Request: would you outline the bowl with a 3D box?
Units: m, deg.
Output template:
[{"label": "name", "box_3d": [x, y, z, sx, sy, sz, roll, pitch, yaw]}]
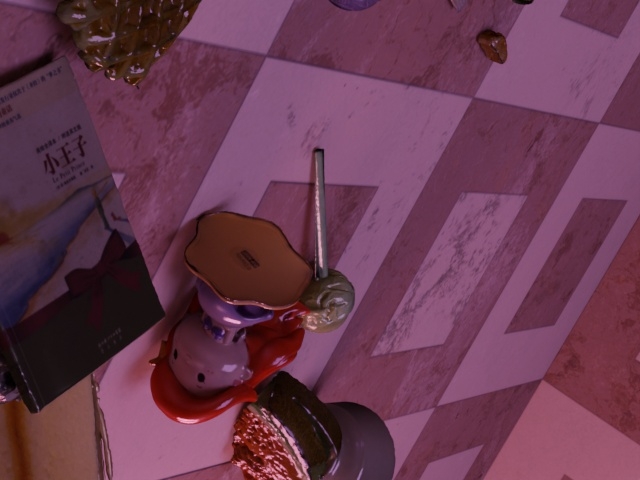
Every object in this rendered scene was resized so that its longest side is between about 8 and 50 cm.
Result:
[{"label": "bowl", "box_3d": [0.003, 0.349, 2.500, 0.211, 0.211, 0.112, -56, 144, 0]}]

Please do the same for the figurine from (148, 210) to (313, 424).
[{"label": "figurine", "box_3d": [-0.108, 0.107, 1.977, 0.208, 0.181, 0.257, -74, -175, -47]}]

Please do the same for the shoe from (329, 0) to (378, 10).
[{"label": "shoe", "box_3d": [0.098, -0.381, 1.818, 0.245, 0.095, 0.137, -38, 155, -23]}]

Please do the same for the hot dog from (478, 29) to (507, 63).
[{"label": "hot dog", "box_3d": [0.263, -0.296, 2.341, 0.034, 0.030, 0.090, -63, 158, -4]}]

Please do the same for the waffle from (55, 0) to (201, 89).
[{"label": "waffle", "box_3d": [-0.168, -0.255, 1.512, 0.214, 0.054, 0.208, -59, 155, -8]}]

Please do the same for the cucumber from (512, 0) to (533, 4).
[{"label": "cucumber", "box_3d": [0.316, -0.398, 2.290, 0.105, 0.048, 0.048, -53, 157, -12]}]

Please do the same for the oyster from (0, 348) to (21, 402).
[{"label": "oyster", "box_3d": [-0.303, 0.072, 1.510, 0.198, 0.112, 0.268, 58, 43, -50]}]

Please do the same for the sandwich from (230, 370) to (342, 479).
[{"label": "sandwich", "box_3d": [-0.070, 0.295, 2.388, 0.185, 0.160, 0.109, 58, 35, -22]}]

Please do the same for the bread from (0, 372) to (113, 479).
[{"label": "bread", "box_3d": [-0.314, 0.207, 1.646, 0.345, 0.242, 0.405, -14, 138, -61]}]

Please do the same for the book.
[{"label": "book", "box_3d": [-0.260, -0.007, 1.474, 0.201, 0.026, 0.289, -38, 114, -45]}]

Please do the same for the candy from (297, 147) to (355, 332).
[{"label": "candy", "box_3d": [0.000, 0.000, 2.189, 0.092, 0.093, 0.335, -94, -179, -47]}]

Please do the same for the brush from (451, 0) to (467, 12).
[{"label": "brush", "box_3d": [0.180, -0.398, 2.062, 0.103, 0.013, 0.272, -55, 157, -4]}]
